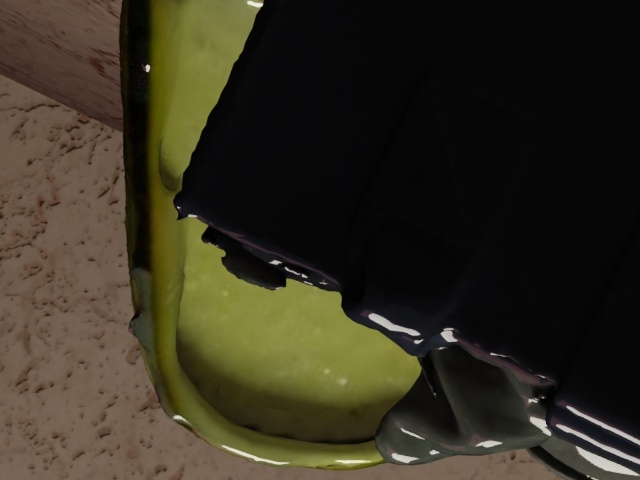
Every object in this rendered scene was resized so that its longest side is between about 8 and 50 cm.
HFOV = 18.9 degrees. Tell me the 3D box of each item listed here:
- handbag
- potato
[{"bbox_3d":[0.136,-0.019,0.634,0.326,0.269,0.118,26,176,5],"label":"handbag"},{"bbox_3d":[0.000,0.000,1.237,0.330,0.280,0.213,15,179,-8],"label":"potato"}]
